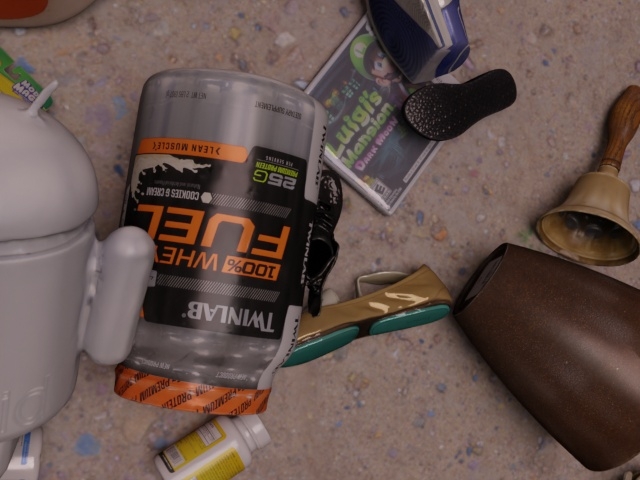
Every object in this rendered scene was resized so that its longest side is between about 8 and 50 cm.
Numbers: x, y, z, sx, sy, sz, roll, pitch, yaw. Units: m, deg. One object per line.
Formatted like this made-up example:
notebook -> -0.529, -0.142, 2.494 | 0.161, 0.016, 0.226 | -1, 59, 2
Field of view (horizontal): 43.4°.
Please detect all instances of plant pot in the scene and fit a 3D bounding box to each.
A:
plant pot -> 0.279, 0.110, 0.938 | 0.230, 0.215, 0.215 | 36, 77, 0

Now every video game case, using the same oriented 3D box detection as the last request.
video game case -> 0.072, -0.155, 0.959 | 0.173, 0.022, 0.190 | 40, 77, -13

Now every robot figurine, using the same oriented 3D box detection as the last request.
robot figurine -> -0.294, 0.027, 0.668 | 0.300, 0.200, 0.353 | 7, 111, -14

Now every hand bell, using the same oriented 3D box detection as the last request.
hand bell -> 0.371, -0.101, 1.030 | 0.126, 0.126, 0.242 | 31, 66, -15

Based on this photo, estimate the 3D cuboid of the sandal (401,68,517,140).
sandal -> 0.163, -0.161, 0.963 | 0.179, 0.040, 0.067 | -22, 101, -33

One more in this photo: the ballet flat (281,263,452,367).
ballet flat -> 0.038, 0.083, 0.924 | 0.232, 0.080, 0.073 | -14, 64, -21

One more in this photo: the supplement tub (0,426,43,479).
supplement tub -> -0.330, 0.214, 0.787 | 0.107, 0.071, 0.071 | 8, 86, -18

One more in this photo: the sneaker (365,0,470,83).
sneaker -> 0.126, -0.357, 0.918 | 0.182, 0.127, 0.315 | -21, 85, -18

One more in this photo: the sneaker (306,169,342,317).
sneaker -> -0.002, -0.001, 0.893 | 0.051, 0.089, 0.170 | 21, 82, -17

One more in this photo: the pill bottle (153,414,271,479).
pill bottle -> -0.114, 0.228, 0.861 | 0.116, 0.065, 0.065 | -30, 98, -16

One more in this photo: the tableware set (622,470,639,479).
tableware set -> 0.402, 0.387, 1.042 | 0.128, 0.039, 0.194 | 13, 90, -29

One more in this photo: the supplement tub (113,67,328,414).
supplement tub -> -0.105, 0.004, 0.805 | 0.194, 0.193, 0.315 | 9, 85, -18

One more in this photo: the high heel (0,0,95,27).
high heel -> -0.258, -0.336, 0.835 | 0.377, 0.127, 0.181 | -13, 64, -14

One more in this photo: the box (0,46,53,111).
box -> -0.363, -0.115, 0.792 | 0.105, 0.043, 0.179 | 47, 67, -11
